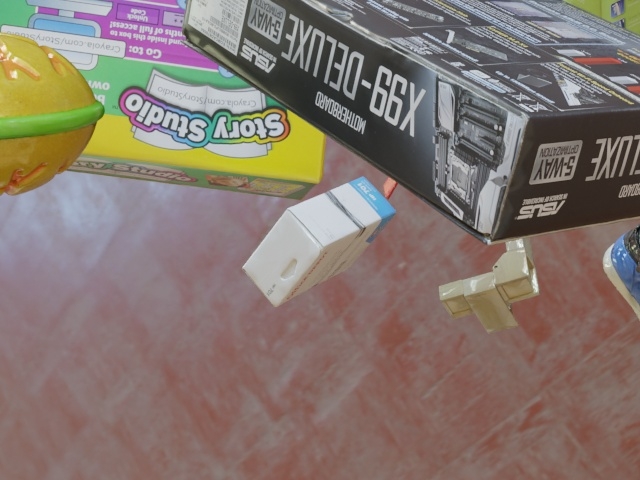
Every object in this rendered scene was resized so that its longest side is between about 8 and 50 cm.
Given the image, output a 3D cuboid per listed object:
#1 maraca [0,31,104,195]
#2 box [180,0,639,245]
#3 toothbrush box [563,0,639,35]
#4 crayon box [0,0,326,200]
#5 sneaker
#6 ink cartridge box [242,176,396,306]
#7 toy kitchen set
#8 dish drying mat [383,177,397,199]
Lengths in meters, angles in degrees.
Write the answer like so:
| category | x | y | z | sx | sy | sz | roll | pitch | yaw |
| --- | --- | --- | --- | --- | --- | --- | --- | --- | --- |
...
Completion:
| category | x | y | z | sx | sy | sz | roll | pitch | yaw |
| --- | --- | --- | --- | --- | --- | --- | --- | --- | --- |
| maraca | -0.211 | -0.072 | 0.707 | 0.127 | 0.185 | 0.099 | 4 | 104 | 29 |
| box | 0.094 | -0.112 | 0.762 | 0.307 | 0.242 | 0.077 | 37 | 123 | 40 |
| toothbrush box | 0.327 | -0.289 | 1.194 | 0.122 | 0.206 | 0.283 | 48 | 160 | 44 |
| crayon box | -0.168 | -0.217 | 1.100 | 0.106 | 0.362 | 0.313 | 154 | 123 | -78 |
| sneaker | 0.309 | 0.050 | 1.004 | 0.152 | 0.058 | 0.085 | 55 | 158 | 14 |
| ink cartridge box | 0.000 | 0.000 | 1.694 | 0.082 | 0.190 | 0.140 | 50 | 127 | 13 |
| toy kitchen set | 0.158 | 0.034 | 1.093 | 0.083 | 0.075 | 0.068 | -17 | 138 | 18 |
| dish drying mat | 0.129 | -0.107 | 2.054 | 0.083 | 0.008 | 0.032 | 120 | 147 | -49 |
